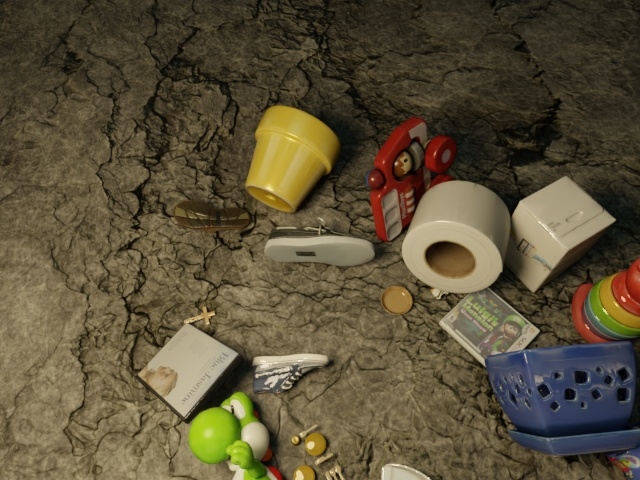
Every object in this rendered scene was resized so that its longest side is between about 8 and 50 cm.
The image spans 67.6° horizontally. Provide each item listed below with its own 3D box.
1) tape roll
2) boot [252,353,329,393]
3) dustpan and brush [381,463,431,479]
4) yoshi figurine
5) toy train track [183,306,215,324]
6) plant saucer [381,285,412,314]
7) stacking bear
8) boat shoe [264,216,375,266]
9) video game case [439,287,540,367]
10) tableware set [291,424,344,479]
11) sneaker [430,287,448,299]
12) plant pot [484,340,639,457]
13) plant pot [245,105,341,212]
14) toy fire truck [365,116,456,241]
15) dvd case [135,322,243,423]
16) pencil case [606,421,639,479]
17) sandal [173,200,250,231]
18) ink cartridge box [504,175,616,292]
[{"bbox_3d":[0.347,-0.007,1.223,0.246,0.246,0.169,20,48,13],"label":"tape roll"},{"bbox_3d":[-0.072,0.326,1.161,0.190,0.069,0.086,-5,65,7],"label":"boot"},{"bbox_3d":[0.232,0.561,1.006,0.211,0.060,0.147,6,59,5],"label":"dustpan and brush"},{"bbox_3d":[-0.178,0.495,0.983,0.204,0.203,0.362,-20,57,-4],"label":"yoshi figurine"},{"bbox_3d":[-0.319,0.205,1.265,0.083,0.014,0.048,-17,67,-2],"label":"toy train track"},{"bbox_3d":[0.203,0.162,1.279,0.083,0.015,0.083,0,59,0],"label":"plant saucer"},{"bbox_3d":[0.733,0.135,1.124,0.175,0.289,0.164,31,64,18],"label":"stacking bear"},{"bbox_3d":[0.001,0.003,1.328,0.306,0.113,0.105,-2,51,18],"label":"boat shoe"},{"bbox_3d":[0.435,0.224,1.232,0.173,0.022,0.190,-37,65,-20],"label":"video game case"},{"bbox_3d":[-0.017,0.504,1.070,0.104,0.024,0.154,-27,63,-11],"label":"tableware set"},{"bbox_3d":[0.338,0.130,1.292,0.083,0.032,0.037,-29,82,-16],"label":"sneaker"},{"bbox_3d":[0.524,0.340,1.037,0.236,0.236,0.212,-6,73,-3],"label":"plant pot"},{"bbox_3d":[-0.099,-0.222,1.402,0.254,0.254,0.239,22,77,14],"label":"plant pot"},{"bbox_3d":[0.235,-0.169,1.325,0.254,0.302,0.169,-38,44,-25],"label":"toy fire truck"},{"bbox_3d":[-0.315,0.301,1.128,0.253,0.022,0.180,14,54,45],"label":"dvd case"},{"bbox_3d":[0.750,0.519,0.982,0.119,0.133,0.306,-30,63,-27],"label":"pencil case"},{"bbox_3d":[-0.320,-0.063,1.408,0.219,0.060,0.090,2,63,-15],"label":"sandal"},{"bbox_3d":[0.599,-0.013,1.251,0.171,0.232,0.168,-28,62,-16],"label":"ink cartridge box"}]
